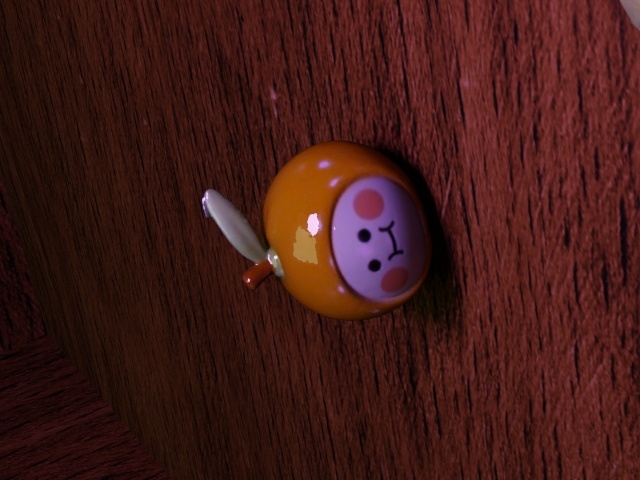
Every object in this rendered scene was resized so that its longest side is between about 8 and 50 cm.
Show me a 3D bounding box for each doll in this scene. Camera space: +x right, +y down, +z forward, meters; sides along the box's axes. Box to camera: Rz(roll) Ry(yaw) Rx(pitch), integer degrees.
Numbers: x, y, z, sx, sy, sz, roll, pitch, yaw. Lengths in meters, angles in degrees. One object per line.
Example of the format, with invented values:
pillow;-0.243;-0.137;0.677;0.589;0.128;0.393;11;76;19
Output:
doll;0.000;0.000;2.203;0.213;0.236;0.213;59;162;32

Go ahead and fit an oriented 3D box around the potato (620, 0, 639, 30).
potato;0.292;-0.228;1.400;0.160;0.111;0.271;54;173;-9
